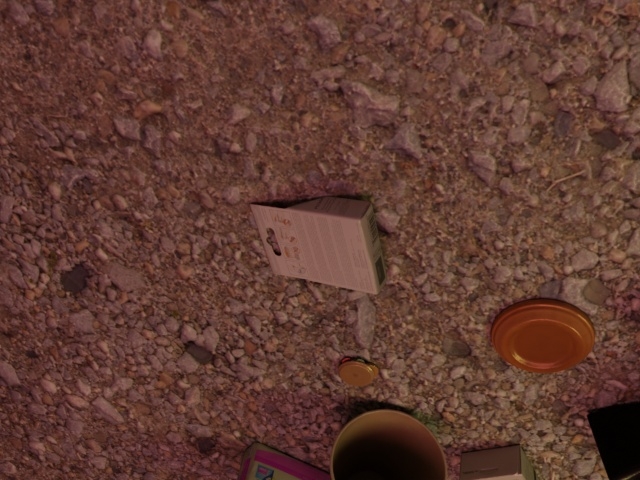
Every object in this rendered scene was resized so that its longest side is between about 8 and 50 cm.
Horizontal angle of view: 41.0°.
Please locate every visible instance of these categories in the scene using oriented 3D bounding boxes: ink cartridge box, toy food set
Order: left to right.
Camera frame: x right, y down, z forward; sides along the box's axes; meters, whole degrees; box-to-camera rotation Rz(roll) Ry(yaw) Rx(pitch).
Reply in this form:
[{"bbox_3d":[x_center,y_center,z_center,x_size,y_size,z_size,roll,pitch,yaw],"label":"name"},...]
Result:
[{"bbox_3d":[0.000,0.000,1.608,0.232,0.066,0.189,13,137,31],"label":"ink cartridge box"},{"bbox_3d":[0.077,0.284,1.848,0.083,0.020,0.083,28,132,-12],"label":"toy food set"},{"bbox_3d":[0.427,0.573,1.981,0.148,0.085,0.203,-16,125,24],"label":"ink cartridge box"}]

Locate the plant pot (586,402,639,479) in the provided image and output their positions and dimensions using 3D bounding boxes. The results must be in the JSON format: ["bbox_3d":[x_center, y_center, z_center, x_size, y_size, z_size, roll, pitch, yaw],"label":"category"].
[{"bbox_3d":[0.683,0.439,1.752,0.167,0.188,0.187,-32,118,19],"label":"plant pot"}]

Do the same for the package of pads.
[{"bbox_3d":[-0.070,0.654,2.071,0.297,0.229,0.101,26,132,-11],"label":"package of pads"}]

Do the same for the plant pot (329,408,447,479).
[{"bbox_3d":[0.131,0.554,1.950,0.257,0.256,0.274,14,148,1],"label":"plant pot"}]

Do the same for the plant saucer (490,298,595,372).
[{"bbox_3d":[0.435,0.197,1.678,0.200,0.037,0.199,6,131,7],"label":"plant saucer"}]
